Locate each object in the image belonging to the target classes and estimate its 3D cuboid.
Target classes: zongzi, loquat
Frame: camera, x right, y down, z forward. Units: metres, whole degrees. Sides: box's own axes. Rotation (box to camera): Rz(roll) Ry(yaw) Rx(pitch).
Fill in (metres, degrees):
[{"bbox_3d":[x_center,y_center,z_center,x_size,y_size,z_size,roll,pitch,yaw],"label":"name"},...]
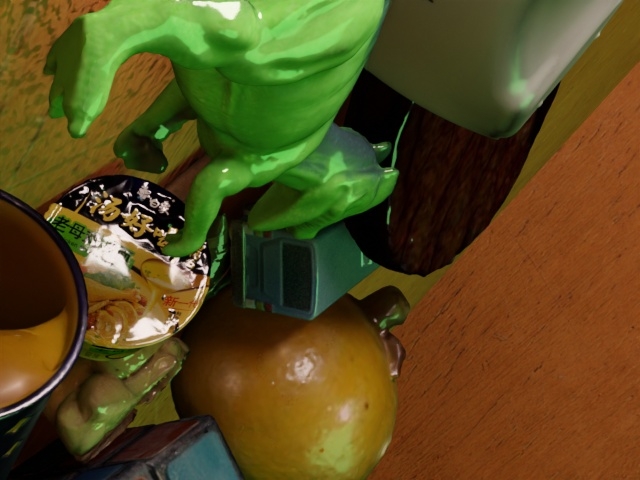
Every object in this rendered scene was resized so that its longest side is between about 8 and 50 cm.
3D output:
[{"bbox_3d":[-0.145,0.029,1.197,0.109,0.055,0.119,-38,155,-18],"label":"zongzi"},{"bbox_3d":[-0.028,0.185,1.430,0.359,0.328,0.328,-39,168,1],"label":"loquat"}]

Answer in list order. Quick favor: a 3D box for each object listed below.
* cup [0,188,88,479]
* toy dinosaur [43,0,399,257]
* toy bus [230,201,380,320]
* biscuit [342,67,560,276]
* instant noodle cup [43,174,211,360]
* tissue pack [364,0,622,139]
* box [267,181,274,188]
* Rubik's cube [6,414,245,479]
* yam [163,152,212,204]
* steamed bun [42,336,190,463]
[{"bbox_3d":[-0.315,0.087,0.717,0.256,0.255,0.178,127,-22,-46],"label":"cup"},{"bbox_3d":[0.040,-0.161,0.598,0.500,0.144,0.374,-41,148,28],"label":"toy dinosaur"},{"bbox_3d":[0.000,0.000,1.260,0.234,0.133,0.116,-34,128,-56],"label":"toy bus"},{"bbox_3d":[0.151,-0.152,1.170,0.407,0.091,0.407,-43,149,-35],"label":"biscuit"},{"bbox_3d":[-0.178,0.036,0.914,0.151,0.151,0.122,-37,173,-26],"label":"instant noodle cup"},{"bbox_3d":[0.128,-0.255,0.718,0.229,0.236,0.333,-46,172,-35],"label":"tissue pack"},{"bbox_3d":[-0.006,-0.072,1.163,0.105,0.105,0.037,-39,161,-18],"label":"box"},{"bbox_3d":[-0.265,0.444,1.233,0.362,0.363,0.359,-17,-167,44],"label":"Rubik's cube"},{"bbox_3d":[-0.112,-0.056,1.022,0.264,0.046,0.046,-44,168,-5],"label":"yam"},{"bbox_3d":[-0.242,0.153,1.179,0.177,0.106,0.192,-47,176,-3],"label":"steamed bun"}]
